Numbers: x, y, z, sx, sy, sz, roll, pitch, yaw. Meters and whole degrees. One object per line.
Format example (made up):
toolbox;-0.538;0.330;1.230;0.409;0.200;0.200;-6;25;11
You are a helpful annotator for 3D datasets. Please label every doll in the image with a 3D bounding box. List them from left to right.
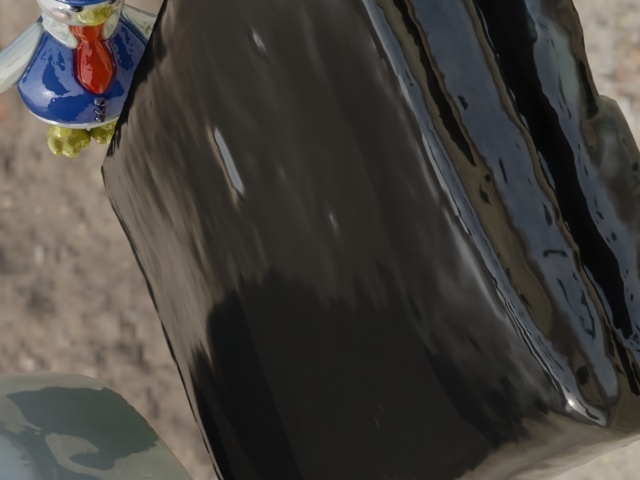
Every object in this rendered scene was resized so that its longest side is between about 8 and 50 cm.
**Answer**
doll;-0.108;-0.096;0.903;0.143;0.099;0.057;97;153;-51

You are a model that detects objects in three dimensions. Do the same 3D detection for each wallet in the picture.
wallet;0.001;0.000;0.712;0.228;0.062;0.406;66;163;9

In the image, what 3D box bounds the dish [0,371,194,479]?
dish;-0.165;0.183;0.914;0.256;0.117;0.256;-11;74;41
